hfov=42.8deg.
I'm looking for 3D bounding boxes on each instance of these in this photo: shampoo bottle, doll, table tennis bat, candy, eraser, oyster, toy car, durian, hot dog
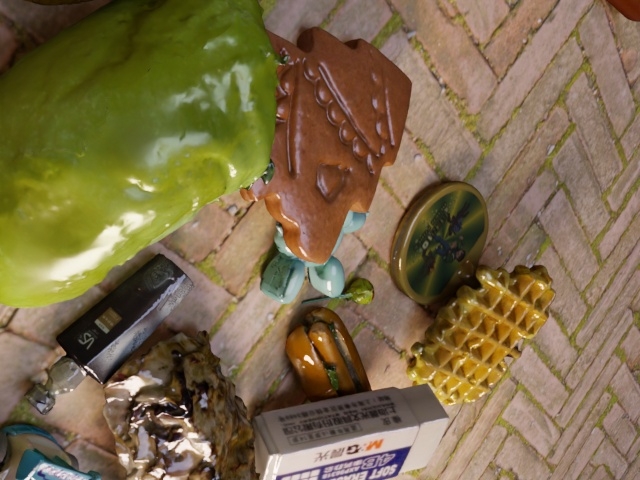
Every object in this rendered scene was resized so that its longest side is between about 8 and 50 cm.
[{"bbox_3d":[-0.228,0.103,0.877,0.208,0.057,0.063,-44,146,-17],"label":"shampoo bottle"},{"bbox_3d":[0.000,0.000,1.055,0.159,0.059,0.158,-10,118,-41],"label":"doll"},{"bbox_3d":[0.215,0.031,1.311,0.198,0.050,0.321,-52,136,-7],"label":"table tennis bat"},{"bbox_3d":[0.025,0.077,1.151,0.123,0.035,0.035,-6,127,-33],"label":"candy"},{"bbox_3d":[0.035,0.287,1.157,0.279,0.081,0.124,-6,131,-25],"label":"eraser"},{"bbox_3d":[-0.128,0.266,0.996,0.204,0.111,0.396,-47,133,-47],"label":"oyster"},{"bbox_3d":[-0.316,0.276,0.837,0.126,0.098,0.161,43,69,-46],"label":"toy car"},{"bbox_3d":[-0.178,-0.073,0.714,0.340,0.204,0.255,-38,161,-24],"label":"durian"},{"bbox_3d":[0.021,0.194,1.175,0.100,0.068,0.249,-45,137,-21],"label":"hot dog"}]

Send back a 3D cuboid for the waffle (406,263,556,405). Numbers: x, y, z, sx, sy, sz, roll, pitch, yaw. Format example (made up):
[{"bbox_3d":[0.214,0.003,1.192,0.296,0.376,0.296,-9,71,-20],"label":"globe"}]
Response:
[{"bbox_3d":[0.275,0.163,1.371,0.283,0.065,0.309,-19,136,-21],"label":"waffle"}]

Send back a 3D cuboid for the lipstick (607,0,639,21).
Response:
[{"bbox_3d":[0.436,-0.422,1.269,0.418,0.077,0.077,6,106,-49],"label":"lipstick"}]

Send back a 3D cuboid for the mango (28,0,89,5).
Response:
[{"bbox_3d":[-0.163,-0.287,0.671,0.249,0.151,0.156,-44,178,-9],"label":"mango"}]

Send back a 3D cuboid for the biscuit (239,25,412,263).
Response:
[{"bbox_3d":[0.016,-0.138,0.967,0.306,0.043,0.283,-36,117,-36],"label":"biscuit"}]
